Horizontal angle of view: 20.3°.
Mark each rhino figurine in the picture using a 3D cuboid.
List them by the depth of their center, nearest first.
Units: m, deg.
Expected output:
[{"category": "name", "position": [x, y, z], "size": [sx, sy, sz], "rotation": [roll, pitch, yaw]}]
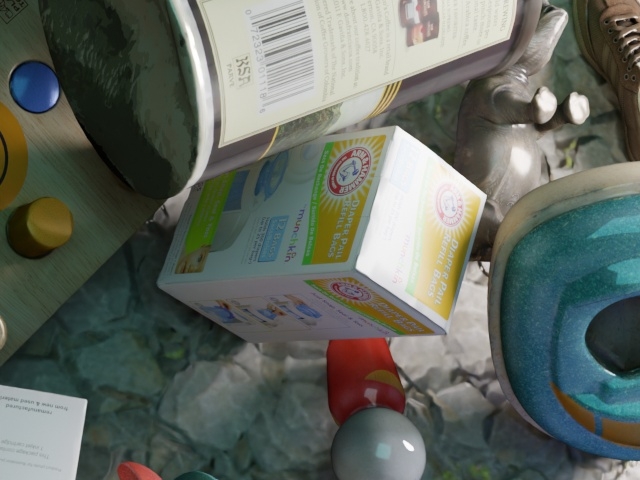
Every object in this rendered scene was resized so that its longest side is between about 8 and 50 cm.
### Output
[{"category": "rhino figurine", "position": [0.148, -0.092, 1.390], "size": [0.073, 0.106, 0.243], "rotation": [27, 63, -39]}]

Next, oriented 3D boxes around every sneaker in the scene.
[{"category": "sneaker", "position": [0.264, -0.141, 1.444], "size": [0.066, 0.071, 0.188], "rotation": [-16, 76, -17]}]

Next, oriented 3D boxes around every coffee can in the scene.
[{"category": "coffee can", "position": [-0.021, -0.166, 1.187], "size": [0.275, 0.201, 0.201], "rotation": [-22, 78, -28]}]

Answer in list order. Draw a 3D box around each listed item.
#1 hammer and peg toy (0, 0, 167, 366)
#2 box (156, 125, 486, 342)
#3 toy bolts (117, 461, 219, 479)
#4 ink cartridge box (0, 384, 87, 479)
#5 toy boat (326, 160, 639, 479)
[{"category": "hammer and peg toy", "position": [-0.278, -0.105, 1.222], "size": [0.266, 0.127, 0.361], "rotation": [-46, 106, -27]}, {"category": "box", "position": [0.000, 0.000, 1.258], "size": [0.103, 0.203, 0.114], "rotation": [35, 64, -37]}, {"category": "toy bolts", "position": [-0.076, 0.274, 1.211], "size": [0.158, 0.218, 0.228], "rotation": [9, 50, -42]}, {"category": "ink cartridge box", "position": [-0.215, 0.204, 1.187], "size": [0.082, 0.139, 0.190], "rotation": [9, 71, -12]}, {"category": "toy boat", "position": [0.156, 0.090, 1.274], "size": [0.318, 0.267, 0.148], "rotation": [-17, 41, 5]}]
